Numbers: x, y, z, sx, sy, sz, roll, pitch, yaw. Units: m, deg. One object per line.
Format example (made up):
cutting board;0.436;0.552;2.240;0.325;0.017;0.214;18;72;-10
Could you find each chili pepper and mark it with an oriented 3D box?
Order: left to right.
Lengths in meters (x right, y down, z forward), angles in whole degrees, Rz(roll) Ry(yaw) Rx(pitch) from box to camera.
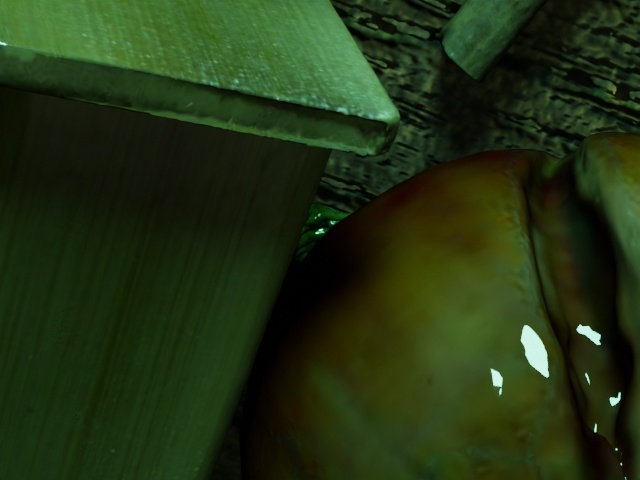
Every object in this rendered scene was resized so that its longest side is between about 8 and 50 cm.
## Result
chili pepper;0.000;-0.001;0.786;0.091;0.034;0.030;3;145;-25

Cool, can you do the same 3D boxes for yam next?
yam;0.181;-0.220;0.725;0.327;0.045;0.045;-49;153;10

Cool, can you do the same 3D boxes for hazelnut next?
hazelnut;0.163;0.118;0.727;0.409;0.359;0.359;20;109;-46

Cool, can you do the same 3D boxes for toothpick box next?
toothpick box;-0.116;0.015;0.668;0.187;0.190;0.308;8;118;-24
